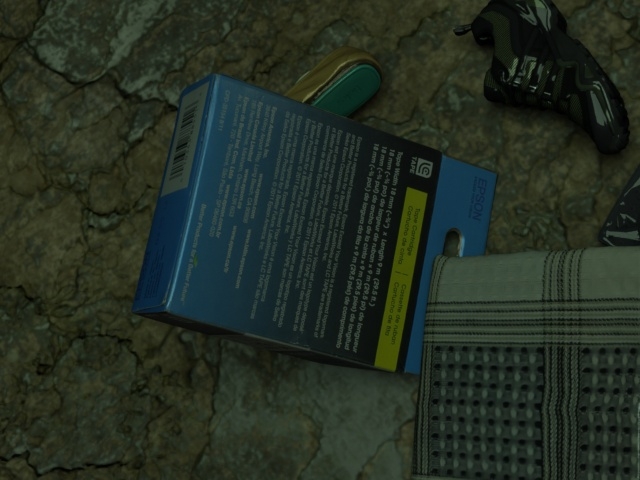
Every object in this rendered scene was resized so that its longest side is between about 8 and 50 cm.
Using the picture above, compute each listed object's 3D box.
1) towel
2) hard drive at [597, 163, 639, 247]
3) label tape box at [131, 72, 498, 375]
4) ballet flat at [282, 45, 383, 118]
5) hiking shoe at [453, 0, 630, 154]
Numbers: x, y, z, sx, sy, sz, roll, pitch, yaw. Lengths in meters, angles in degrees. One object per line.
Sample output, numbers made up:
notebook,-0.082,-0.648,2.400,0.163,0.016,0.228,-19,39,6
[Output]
towel,0.203,0.162,1.110,0.324,0.056,0.312,-1,80,48
hard drive,0.412,-0.057,1.227,0.172,0.054,0.255,35,85,20
label tape box,0.000,0.000,1.262,0.333,0.106,0.241,17,76,-25
ballet flat,-0.033,-0.127,1.358,0.232,0.080,0.073,-38,42,-1
hiking shoe,0.234,-0.165,1.297,0.114,0.086,0.227,-37,63,16
